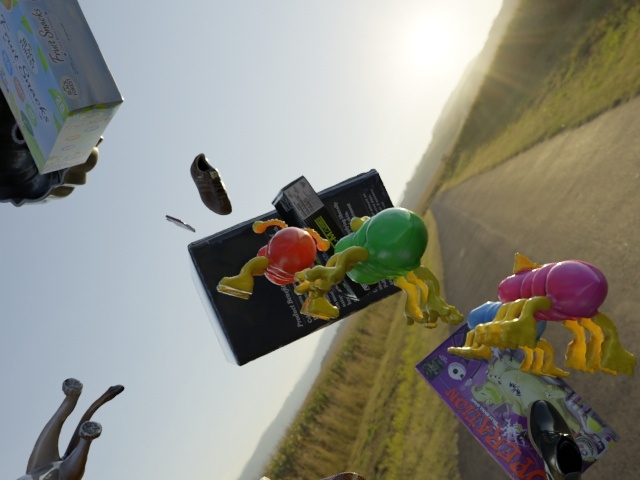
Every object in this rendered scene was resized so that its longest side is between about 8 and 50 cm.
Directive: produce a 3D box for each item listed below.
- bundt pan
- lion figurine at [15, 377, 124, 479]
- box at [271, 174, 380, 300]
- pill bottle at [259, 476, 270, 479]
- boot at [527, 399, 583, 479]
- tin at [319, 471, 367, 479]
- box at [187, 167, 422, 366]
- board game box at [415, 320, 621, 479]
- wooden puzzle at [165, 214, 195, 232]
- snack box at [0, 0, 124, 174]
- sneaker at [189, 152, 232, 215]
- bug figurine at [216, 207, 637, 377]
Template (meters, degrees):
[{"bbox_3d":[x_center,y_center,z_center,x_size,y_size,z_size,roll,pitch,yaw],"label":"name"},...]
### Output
[{"bbox_3d":[-0.637,-0.235,1.306,0.330,0.331,0.124,-63,-16,6],"label":"bundt pan"},{"bbox_3d":[-0.422,0.375,0.801,0.240,0.142,0.392,-69,-13,18],"label":"lion figurine"},{"bbox_3d":[0.000,0.000,0.864,0.045,0.190,0.184,-36,4,-11],"label":"box"},{"bbox_3d":[-0.203,0.714,1.250,0.361,0.204,0.204,-42,-12,-12],"label":"pill bottle"},{"bbox_3d":[0.398,0.329,0.952,0.197,0.077,0.137,-94,-10,-48],"label":"boot"},{"bbox_3d":[0.048,0.651,1.462,0.190,0.106,0.040,-29,13,28],"label":"tin"},{"bbox_3d":[-0.066,0.089,1.464,0.472,0.297,0.480,-22,-6,-15],"label":"box"},{"bbox_3d":[0.381,0.321,1.139,0.208,0.347,0.056,-41,-24,-2],"label":"board game box"},{"bbox_3d":[-0.288,-0.034,1.181,0.006,0.083,0.049,-64,-25,-13],"label":"wooden puzzle"},{"bbox_3d":[-0.327,-0.197,0.687,0.070,0.174,0.207,-25,1,-37],"label":"snack box"},{"bbox_3d":[-0.291,-0.150,1.513,0.066,0.188,0.071,-21,-27,-37],"label":"sneaker"},{"bbox_3d":[0.076,0.034,0.403,0.216,0.279,0.072,149,137,-72],"label":"bug figurine"}]
